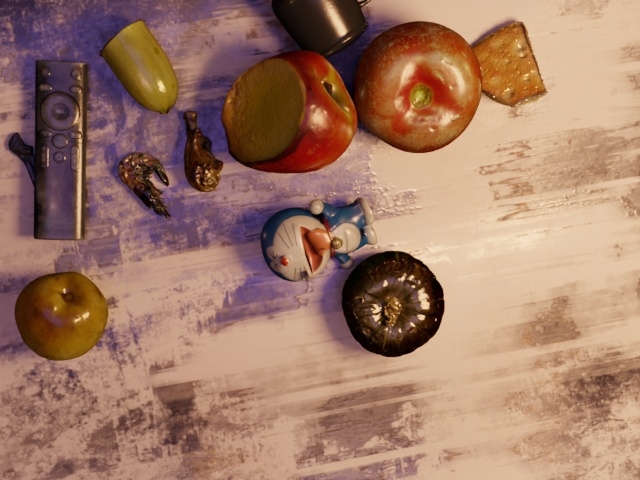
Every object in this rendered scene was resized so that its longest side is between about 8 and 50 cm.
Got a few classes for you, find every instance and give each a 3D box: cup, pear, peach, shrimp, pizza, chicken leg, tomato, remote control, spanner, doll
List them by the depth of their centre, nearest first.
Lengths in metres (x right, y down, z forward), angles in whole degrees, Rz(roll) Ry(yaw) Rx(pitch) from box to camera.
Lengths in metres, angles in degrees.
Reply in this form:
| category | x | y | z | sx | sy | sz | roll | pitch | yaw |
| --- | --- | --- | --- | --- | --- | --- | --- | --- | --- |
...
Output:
| category | x | y | z | sx | sy | sz | roll | pitch | yaw |
| --- | --- | --- | --- | --- | --- | --- | --- | --- | --- |
| peach | -0.067 | -0.244 | 1.582 | 0.274 | 0.249 | 0.245 | -19 | 138 | 29 |
| cup | 0.024 | -0.490 | 1.592 | 0.223 | 0.169 | 0.177 | -31 | 105 | 3 |
| pear | -0.543 | 0.158 | 1.605 | 0.199 | 0.200 | 0.200 | -1 | 97 | -6 |
| tomato | 0.201 | -0.325 | 1.607 | 0.270 | 0.223 | 0.270 | 0 | 117 | 0 |
| remote control | -0.553 | -0.190 | 1.626 | 0.107 | 0.044 | 0.378 | 1 | 96 | -16 |
| spanner | -0.617 | -0.133 | 1.647 | 0.046 | 0.012 | 0.209 | -21 | 100 | -3 |
| chicken leg | -0.260 | -0.194 | 1.654 | 0.093 | 0.070 | 0.178 | -15 | 86 | 21 |
| doll | 0.000 | 0.000 | 1.660 | 0.256 | 0.161 | 0.215 | -20 | 124 | -7 |
| shrimp | -0.369 | -0.122 | 1.663 | 0.091 | 0.034 | 0.161 | -38 | 98 | -1 |
| pizza | 0.392 | -0.366 | 1.700 | 0.204 | 0.080 | 0.188 | -22 | 76 | 7 |

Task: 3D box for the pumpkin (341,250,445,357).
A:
| category | x | y | z | sx | sy | sz | roll | pitch | yaw |
| --- | --- | --- | --- | --- | --- | --- | --- | --- | --- |
| pumpkin | 0.163 | 0.141 | 1.690 | 0.237 | 0.159 | 0.238 | 0 | 101 | -2 |

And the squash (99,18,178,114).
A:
| category | x | y | z | sx | sy | sz | roll | pitch | yaw |
| --- | --- | --- | --- | --- | --- | --- | --- | --- | --- |
| squash | -0.367 | -0.350 | 1.594 | 0.123 | 0.123 | 0.187 | -32 | 98 | -1 |
